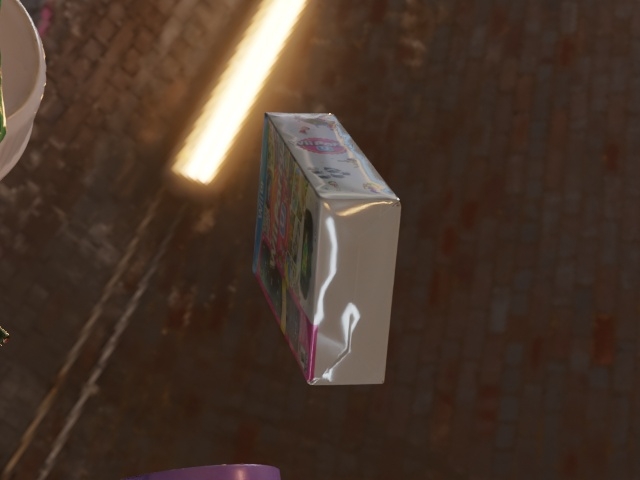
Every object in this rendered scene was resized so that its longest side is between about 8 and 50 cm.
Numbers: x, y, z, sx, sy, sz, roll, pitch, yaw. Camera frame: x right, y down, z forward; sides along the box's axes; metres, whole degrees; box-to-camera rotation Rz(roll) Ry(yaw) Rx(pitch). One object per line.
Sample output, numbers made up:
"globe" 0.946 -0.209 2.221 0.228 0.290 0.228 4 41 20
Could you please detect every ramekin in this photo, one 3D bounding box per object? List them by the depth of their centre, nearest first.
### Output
"ramekin" -0.415 -0.182 1.349 0.127 0.273 0.273 -33 -151 49

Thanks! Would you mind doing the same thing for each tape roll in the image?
"tape roll" -0.129 0.277 1.261 0.189 0.189 0.080 -23 -114 41

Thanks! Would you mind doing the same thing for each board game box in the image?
"board game box" 0.000 0.000 1.498 0.303 0.097 0.224 -120 -148 -64

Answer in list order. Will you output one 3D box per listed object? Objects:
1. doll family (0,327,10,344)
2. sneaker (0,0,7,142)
"doll family" -0.396 0.077 1.285 0.076 0.193 0.111 38 67 -85
"sneaker" -0.281 -0.176 0.830 0.109 0.296 0.123 -10 -166 10
